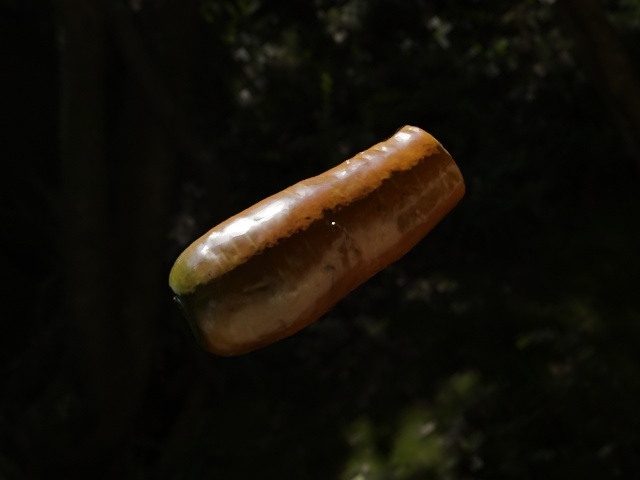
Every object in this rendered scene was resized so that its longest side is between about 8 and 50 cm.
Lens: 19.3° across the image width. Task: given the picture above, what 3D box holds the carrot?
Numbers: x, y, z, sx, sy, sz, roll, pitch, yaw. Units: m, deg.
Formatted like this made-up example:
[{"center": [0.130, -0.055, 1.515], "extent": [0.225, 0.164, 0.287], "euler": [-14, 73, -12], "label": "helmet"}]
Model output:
[{"center": [0.000, 0.000, 1.162], "extent": [0.193, 0.087, 0.087], "euler": [-31, -6, -13], "label": "carrot"}]
